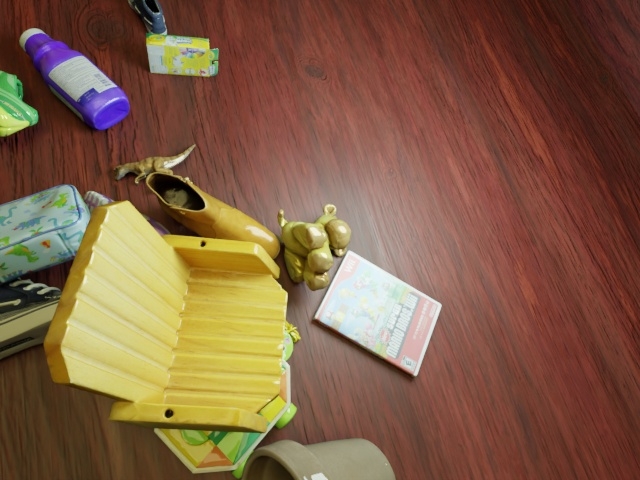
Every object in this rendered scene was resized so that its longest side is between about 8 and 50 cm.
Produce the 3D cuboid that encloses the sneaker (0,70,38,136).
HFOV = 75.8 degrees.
[{"bbox_3d":[-0.767,-0.349,0.945,0.295,0.109,0.123,46,38,9],"label":"sneaker"}]

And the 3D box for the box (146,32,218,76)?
[{"bbox_3d":[-0.367,-0.496,1.105,0.179,0.105,0.043,-1,70,-17],"label":"box"}]

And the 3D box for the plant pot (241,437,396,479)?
[{"bbox_3d":[0.014,0.481,0.759,0.229,0.263,0.263,-2,67,-43],"label":"plant pot"}]

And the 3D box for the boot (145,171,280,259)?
[{"bbox_3d":[-0.226,-0.041,0.895,0.294,0.211,0.104,26,80,-1],"label":"boot"}]

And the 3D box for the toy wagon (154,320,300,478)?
[{"bbox_3d":[-0.172,0.295,0.862,0.267,0.068,0.344,44,64,4],"label":"toy wagon"}]

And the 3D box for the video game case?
[{"bbox_3d":[0.149,0.178,1.027,0.285,0.025,0.204,30,64,-2],"label":"video game case"}]

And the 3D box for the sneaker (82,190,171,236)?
[{"bbox_3d":[-0.430,-0.033,0.915,0.236,0.104,0.095,27,104,16],"label":"sneaker"}]

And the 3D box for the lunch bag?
[{"bbox_3d":[-0.562,-0.017,0.795,0.218,0.090,0.176,-25,47,-21],"label":"lunch bag"}]

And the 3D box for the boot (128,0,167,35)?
[{"bbox_3d":[-0.487,-0.667,1.149,0.069,0.086,0.190,-30,80,-24],"label":"boot"}]

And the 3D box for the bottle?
[{"bbox_3d":[-0.605,-0.398,1.003,0.283,0.092,0.118,42,63,3],"label":"bottle"}]

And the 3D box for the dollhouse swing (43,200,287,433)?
[{"bbox_3d":[-0.216,0.127,0.720,0.314,0.305,0.347,5,59,-5],"label":"dollhouse swing"}]

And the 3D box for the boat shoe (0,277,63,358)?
[{"bbox_3d":[-0.559,0.115,0.791,0.340,0.127,0.158,-19,69,-23],"label":"boat shoe"}]

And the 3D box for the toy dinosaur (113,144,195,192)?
[{"bbox_3d":[-0.388,-0.180,0.995,0.211,0.064,0.112,-19,74,-23],"label":"toy dinosaur"}]

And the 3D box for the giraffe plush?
[{"bbox_3d":[0.000,0.000,1.001,0.170,0.182,0.210,-19,40,-32],"label":"giraffe plush"}]
